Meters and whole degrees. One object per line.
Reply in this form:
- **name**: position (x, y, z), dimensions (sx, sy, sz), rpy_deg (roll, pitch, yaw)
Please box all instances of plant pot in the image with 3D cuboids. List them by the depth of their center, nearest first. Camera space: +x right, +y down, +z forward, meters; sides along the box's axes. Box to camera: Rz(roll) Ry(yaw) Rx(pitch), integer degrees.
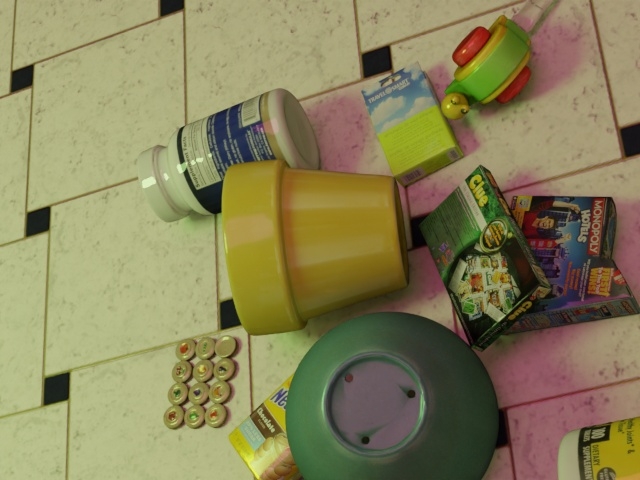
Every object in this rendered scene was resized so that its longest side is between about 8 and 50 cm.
- **plant pot**: position (0.083, 0.221, 1.669), dimensions (0.290, 0.195, 0.290), rpy_deg (-2, 76, 9)
- **plant pot**: position (0.000, 0.000, 1.863), dimensions (0.239, 0.254, 0.254), rpy_deg (-7, 62, 8)

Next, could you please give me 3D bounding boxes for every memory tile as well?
- **memory tile**: position (-0.183, 0.217, 1.975), dimensions (0.113, 0.012, 0.148), rpy_deg (-4, 63, 25)

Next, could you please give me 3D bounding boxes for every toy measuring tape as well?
- **toy measuring tape**: position (0.297, -0.310, 1.928), dimensions (0.330, 0.121, 0.121), rpy_deg (-50, 54, -3)

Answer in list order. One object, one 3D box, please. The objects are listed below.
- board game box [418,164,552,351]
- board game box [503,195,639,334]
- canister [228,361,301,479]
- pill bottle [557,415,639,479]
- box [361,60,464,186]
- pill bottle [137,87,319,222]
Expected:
- **board game box**: position (0.224, 0.021, 1.795), dimensions (0.136, 0.030, 0.259), rpy_deg (-47, 37, 24)
- **board game box**: position (0.345, 0.037, 1.764), dimensions (0.194, 0.060, 0.194), rpy_deg (3, 67, 28)
- **canister**: position (-0.035, 0.265, 1.838), dimensions (0.170, 0.073, 0.126), rpy_deg (-44, 54, 3)
- **pill bottle**: position (0.461, 0.283, 1.500), dimensions (0.334, 0.188, 0.187), rpy_deg (-15, 60, 20)
- **box**: position (0.139, -0.181, 1.992), dimensions (0.109, 0.042, 0.178), rpy_deg (-27, 56, 12)
- **pill bottle**: position (-0.148, -0.129, 2.047), dimensions (0.265, 0.153, 0.153), rpy_deg (-20, 58, 18)
